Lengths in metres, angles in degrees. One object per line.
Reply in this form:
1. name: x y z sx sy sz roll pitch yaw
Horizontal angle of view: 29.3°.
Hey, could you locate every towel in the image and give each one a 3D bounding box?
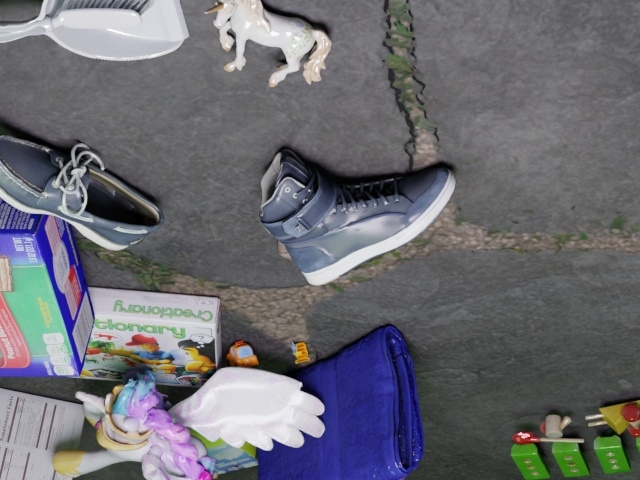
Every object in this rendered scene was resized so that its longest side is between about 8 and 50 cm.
1. towel: 0.026 0.282 1.813 0.076 0.227 0.308 23 142 -36

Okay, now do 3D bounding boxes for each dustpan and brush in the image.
1. dustpan and brush: -0.254 -0.230 1.251 0.211 0.060 0.147 -1 145 8

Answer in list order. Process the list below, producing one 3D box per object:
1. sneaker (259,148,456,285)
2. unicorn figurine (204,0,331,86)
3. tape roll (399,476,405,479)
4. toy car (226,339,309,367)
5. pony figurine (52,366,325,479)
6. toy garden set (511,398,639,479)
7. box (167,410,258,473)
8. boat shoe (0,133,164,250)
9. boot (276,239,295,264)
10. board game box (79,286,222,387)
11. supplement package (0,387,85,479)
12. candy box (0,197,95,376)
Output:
1. sneaker: 0.033 -0.057 1.447 0.226 0.086 0.163 -31 118 16
2. unicorn figurine: -0.063 -0.214 1.266 0.162 0.060 0.111 1 148 -24
3. tape roll: 0.036 0.352 1.942 0.189 0.189 0.080 -9 144 18
4. toy car: -0.082 0.165 1.837 0.122 0.060 0.040 -9 102 -9
5. pony figurine: -0.213 0.317 1.791 0.351 0.302 0.363 24 155 -10
6. toy garden set: 0.429 0.318 1.976 0.244 0.049 0.204 -9 145 19
7. box: -0.191 0.338 2.073 0.109 0.042 0.178 -18 139 30
8. boat shoe: -0.297 -0.062 1.467 0.079 0.095 0.254 -21 139 34
9. boot: 0.000 0.000 1.578 0.118 0.042 0.087 -4 151 13
10. board game box: -0.299 0.140 1.793 0.305 0.053 0.193 4 144 0
11. supplement package: -0.548 0.372 2.026 0.263 0.198 0.199 14 145 -13
12. candy box: -0.480 0.050 1.588 0.317 0.122 0.268 0 133 7
